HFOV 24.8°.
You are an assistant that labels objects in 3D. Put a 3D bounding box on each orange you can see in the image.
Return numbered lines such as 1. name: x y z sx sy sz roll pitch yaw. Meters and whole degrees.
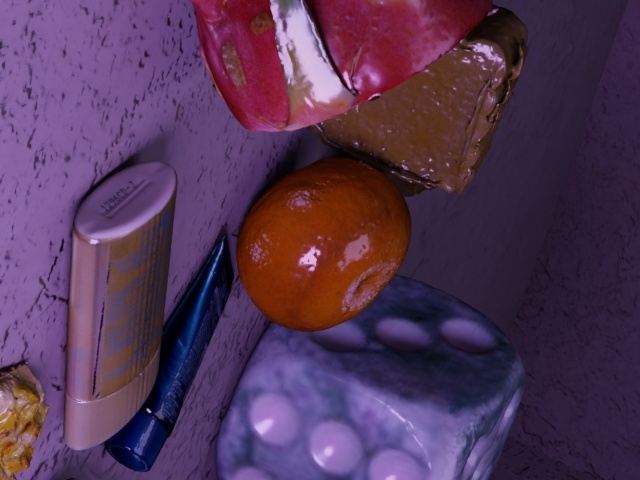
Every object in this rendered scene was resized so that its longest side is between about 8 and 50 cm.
1. orange: 0.000 0.000 1.716 0.224 0.170 0.224 -40 155 -22

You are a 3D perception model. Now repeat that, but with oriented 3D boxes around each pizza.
1. pizza: -0.283 0.169 1.340 0.099 0.035 0.160 -52 160 -36

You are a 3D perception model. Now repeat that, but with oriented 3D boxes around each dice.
1. dice: 0.069 0.262 2.031 0.348 0.328 0.330 -40 150 -54

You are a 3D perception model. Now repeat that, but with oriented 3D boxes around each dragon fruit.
1. dragon fruit: 0.009 -0.240 1.289 0.290 0.290 0.189 -47 121 -45

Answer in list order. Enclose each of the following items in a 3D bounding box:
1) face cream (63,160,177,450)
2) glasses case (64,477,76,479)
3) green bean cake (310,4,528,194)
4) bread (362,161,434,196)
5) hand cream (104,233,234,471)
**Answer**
1. face cream: -0.195 0.068 1.407 0.139 0.067 0.285 -46 154 -46
2. glasses case: -0.273 0.305 1.543 0.102 0.070 0.193 -34 160 -6
3. green bean cake: 0.114 -0.191 1.704 0.131 0.229 0.224 -54 164 -51
4. bread: 0.134 -0.170 1.910 0.230 0.123 0.230 8 90 -70
5. hand cream: -0.156 0.129 1.644 0.120 0.061 0.270 85 29 -62
